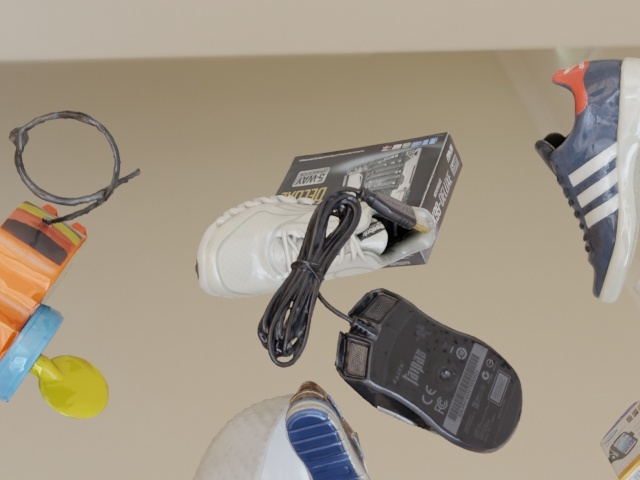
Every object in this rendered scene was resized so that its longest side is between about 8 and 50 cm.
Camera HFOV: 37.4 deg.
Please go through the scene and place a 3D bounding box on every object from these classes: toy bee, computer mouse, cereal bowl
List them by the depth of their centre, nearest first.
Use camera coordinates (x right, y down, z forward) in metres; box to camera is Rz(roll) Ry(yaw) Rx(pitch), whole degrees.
[{"bbox_3d":[-0.214,0.044,0.674,0.195,0.298,0.162,56,9,-12],"label":"toy bee"},{"bbox_3d":[0.074,0.068,0.839,0.060,0.262,0.184,-24,-137,62],"label":"computer mouse"},{"bbox_3d":[-0.055,0.346,1.058,0.339,0.141,0.339,-11,90,-68],"label":"cereal bowl"}]

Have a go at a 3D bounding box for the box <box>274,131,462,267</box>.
[{"bbox_3d":[0.058,-0.056,1.565,0.077,0.307,0.242,60,39,-33],"label":"box"}]

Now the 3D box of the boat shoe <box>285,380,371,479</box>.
[{"bbox_3d":[0.018,0.213,0.911,0.066,0.066,0.183,-84,160,-60],"label":"boat shoe"}]

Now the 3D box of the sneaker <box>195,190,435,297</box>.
[{"bbox_3d":[0.000,0.000,1.058,0.118,0.292,0.110,9,-71,56],"label":"sneaker"}]

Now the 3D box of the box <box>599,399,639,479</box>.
[{"bbox_3d":[0.382,0.242,1.141,0.081,0.028,0.136,-51,179,11],"label":"box"}]

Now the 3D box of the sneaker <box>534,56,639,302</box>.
[{"bbox_3d":[0.381,-0.085,1.353,0.131,0.148,0.350,-30,122,-65],"label":"sneaker"}]

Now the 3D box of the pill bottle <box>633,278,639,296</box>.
[{"bbox_3d":[0.453,0.102,1.078,0.193,0.108,0.108,52,-26,19],"label":"pill bottle"}]
